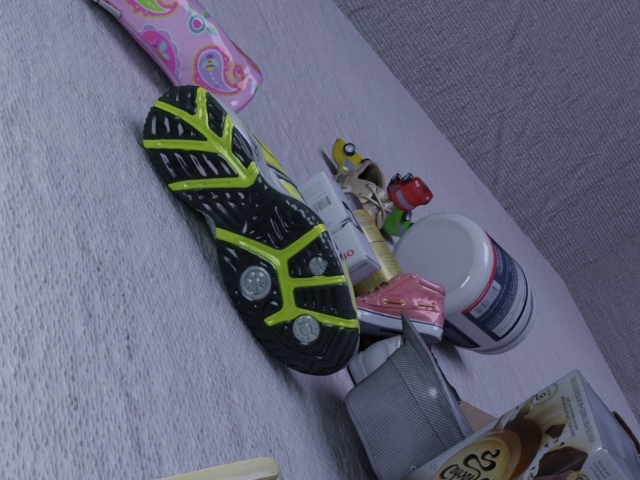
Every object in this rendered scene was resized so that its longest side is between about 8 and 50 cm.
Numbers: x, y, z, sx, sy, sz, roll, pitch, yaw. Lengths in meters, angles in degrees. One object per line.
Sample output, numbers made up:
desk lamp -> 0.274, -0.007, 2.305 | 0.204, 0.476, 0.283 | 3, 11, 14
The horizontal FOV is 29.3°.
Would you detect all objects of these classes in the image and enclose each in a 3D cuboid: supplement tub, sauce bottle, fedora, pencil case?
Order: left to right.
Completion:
pencil case -> -0.201, -0.283, 1.629 | 0.284, 0.124, 0.124 | 49, 16, -22
sauce bottle -> 0.084, 0.098, 1.740 | 0.344, 0.111, 0.111 | 62, 15, 17
fedora -> 0.113, 0.232, 1.450 | 0.275, 0.124, 0.244 | 60, -1, -25
supplement tub -> 0.257, 0.083, 2.164 | 0.272, 0.191, 0.191 | 38, 23, -52

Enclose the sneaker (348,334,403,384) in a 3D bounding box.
sneaker -> 0.121, 0.224, 1.608 | 0.212, 0.094, 0.080 | 61, 14, 18

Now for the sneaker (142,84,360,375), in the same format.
sneaker -> -0.058, -0.018, 1.455 | 0.385, 0.145, 0.147 | 61, 15, 11

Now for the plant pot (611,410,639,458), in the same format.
plant pot -> 0.540, 0.441, 2.360 | 0.167, 0.165, 0.167 | 51, 16, -21

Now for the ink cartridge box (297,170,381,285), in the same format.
ink cartridge box -> 0.000, 0.000, 1.668 | 0.063, 0.109, 0.150 | 38, 23, -58

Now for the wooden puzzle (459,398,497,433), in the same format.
wooden puzzle -> 0.314, 0.403, 1.777 | 0.348, 0.080, 0.322 | 25, 27, -24

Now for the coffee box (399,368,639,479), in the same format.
coffee box -> 0.182, 0.286, 1.260 | 0.119, 0.297, 0.168 | 51, 15, -14

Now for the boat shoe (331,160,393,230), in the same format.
boat shoe -> 0.064, -0.059, 2.025 | 0.109, 0.098, 0.302 | 52, 15, -15

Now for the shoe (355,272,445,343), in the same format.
shoe -> 0.083, 0.083, 1.655 | 0.063, 0.178, 0.081 | 115, -14, -68

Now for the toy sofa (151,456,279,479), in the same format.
toy sofa -> -0.057, 0.333, 0.751 | 0.150, 0.177, 0.362 | -3, 58, -45

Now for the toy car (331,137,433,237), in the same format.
toy car -> 0.122, -0.069, 2.248 | 0.239, 0.053, 0.225 | 31, -21, 36
